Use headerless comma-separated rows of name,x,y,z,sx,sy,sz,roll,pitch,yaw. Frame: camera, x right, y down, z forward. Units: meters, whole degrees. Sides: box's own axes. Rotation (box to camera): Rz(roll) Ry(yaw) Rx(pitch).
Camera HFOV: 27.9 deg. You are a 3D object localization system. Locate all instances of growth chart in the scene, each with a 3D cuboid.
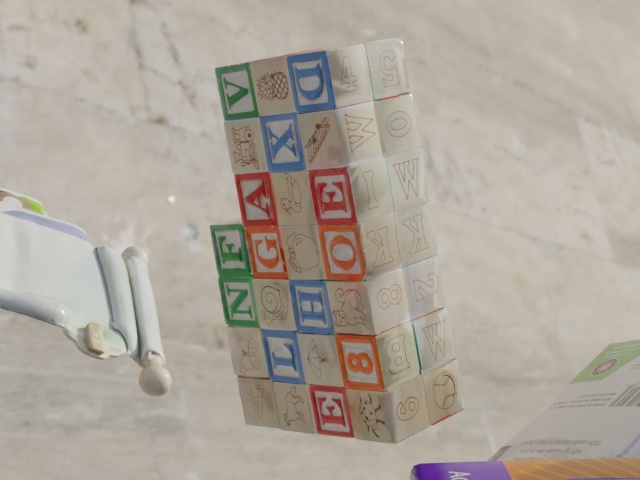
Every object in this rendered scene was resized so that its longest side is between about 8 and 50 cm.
growth chart,-0.185,-0.004,0.644,0.237,0.021,0.172,21,18,-15

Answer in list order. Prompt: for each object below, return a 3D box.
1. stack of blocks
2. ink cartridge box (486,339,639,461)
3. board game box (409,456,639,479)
stack of blocks,0.000,0.000,1.021,0.087,0.171,0.297,-18,102,-43
ink cartridge box,0.226,0.200,1.026,0.273,0.198,0.115,-40,96,-21
board game box,0.228,0.305,0.500,0.356,0.356,0.357,-101,-170,-82
